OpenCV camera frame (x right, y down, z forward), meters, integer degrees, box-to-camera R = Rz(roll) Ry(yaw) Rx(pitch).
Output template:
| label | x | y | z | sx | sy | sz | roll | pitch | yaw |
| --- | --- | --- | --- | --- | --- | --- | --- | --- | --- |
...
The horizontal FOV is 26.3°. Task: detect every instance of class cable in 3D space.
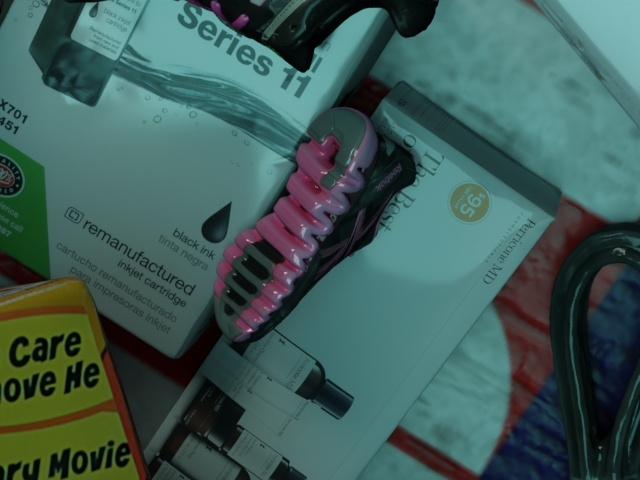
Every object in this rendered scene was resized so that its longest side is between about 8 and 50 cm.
| label | x | y | z | sx | sy | sz | roll | pitch | yaw |
| --- | --- | --- | --- | --- | --- | --- | --- | --- | --- |
| cable | 0.150 | 0.136 | 0.688 | 0.139 | 0.072 | 0.287 | -11 | 91 | 32 |

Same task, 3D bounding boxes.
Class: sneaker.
| label | x | y | z | sx | sy | sz | roll | pitch | yaw |
| --- | --- | --- | --- | --- | --- | --- | --- | --- | --- |
| sneaker | -0.028 | -0.103 | 0.547 | 0.170 | 0.063 | 0.075 | -6 | 96 | 6 |
| sneaker | 0.000 | 0.000 | 0.604 | 0.119 | 0.057 | 0.047 | -53 | 49 | 17 |

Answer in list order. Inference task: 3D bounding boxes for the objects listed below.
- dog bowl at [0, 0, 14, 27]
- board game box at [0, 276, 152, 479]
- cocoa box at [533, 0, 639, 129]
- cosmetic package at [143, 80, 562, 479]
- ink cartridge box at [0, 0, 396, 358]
| label | x | y | z | sx | sy | sz | roll | pitch | yaw |
| --- | --- | --- | --- | --- | --- | --- | --- | --- | --- |
| dog bowl | -0.348 | -0.126 | 0.610 | 0.408 | 0.150 | 0.408 | -1 | 108 | -2 |
| board game box | -0.263 | 0.244 | 0.537 | 0.356 | 0.356 | 0.356 | -8 | 100 | 57 |
| cocoa box | 0.202 | -0.133 | 0.496 | 0.231 | 0.228 | 0.347 | -40 | 94 | 19 |
| cosmetic package | 0.009 | 0.049 | 0.675 | 0.099 | 0.060 | 0.239 | 34 | 109 | 0 |
| ink cartridge box | -0.069 | -0.075 | 0.643 | 0.153 | 0.087 | 0.208 | 32 | 108 | 1 |
